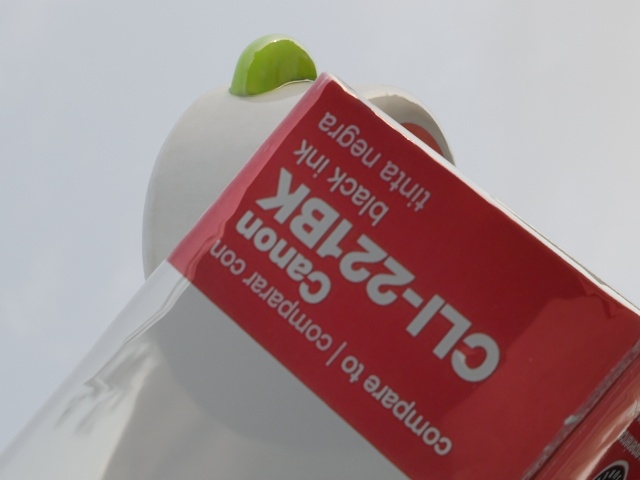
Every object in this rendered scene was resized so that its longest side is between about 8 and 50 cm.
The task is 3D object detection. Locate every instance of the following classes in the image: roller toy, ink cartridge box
[{"bbox_3d":[0.000,0.000,1.093,0.191,0.146,0.209,-64,-36,-33],"label":"roller toy"},{"bbox_3d":[-0.019,0.118,0.499,0.273,0.114,0.197,-50,-25,-1],"label":"ink cartridge box"}]
